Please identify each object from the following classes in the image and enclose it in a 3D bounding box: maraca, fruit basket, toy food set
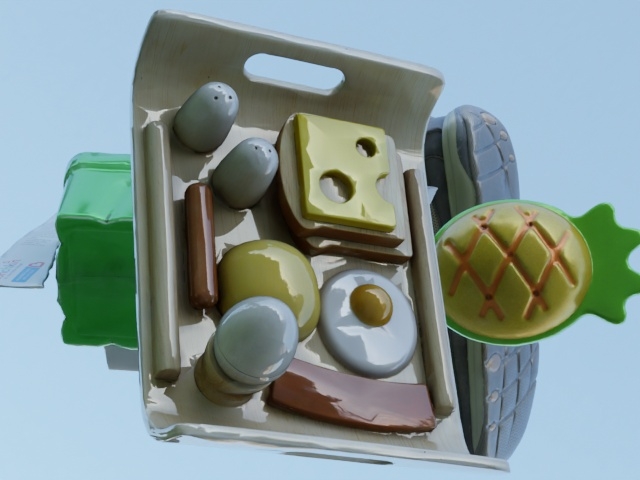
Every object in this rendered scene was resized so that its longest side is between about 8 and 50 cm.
[{"bbox_3d":[0.179,0.025,1.338,0.186,0.099,0.127,-5,-104,6],"label":"maraca"},{"bbox_3d":[-0.079,0.001,1.363,0.327,0.353,0.165,2,-80,9],"label":"fruit basket"},{"bbox_3d":[0.000,0.000,1.013,0.220,0.306,0.092,9,-33,-23],"label":"toy food set"}]

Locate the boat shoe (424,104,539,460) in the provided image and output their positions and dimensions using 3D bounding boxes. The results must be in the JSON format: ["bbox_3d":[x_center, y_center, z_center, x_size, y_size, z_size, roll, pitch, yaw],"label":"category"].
[{"bbox_3d":[0.129,0.049,1.570,0.130,0.132,0.355,-9,-103,31],"label":"boat shoe"}]
